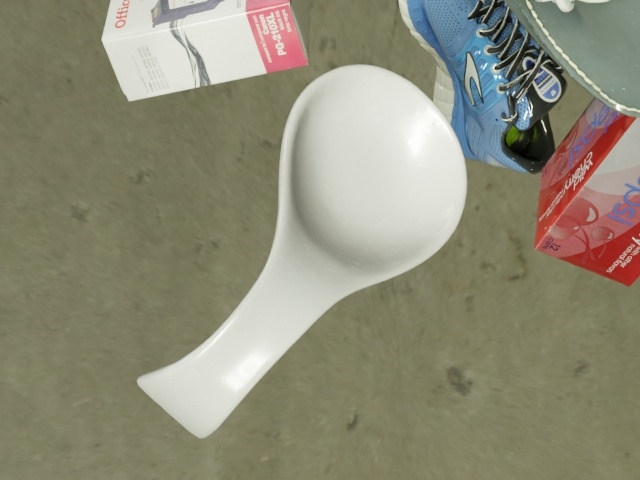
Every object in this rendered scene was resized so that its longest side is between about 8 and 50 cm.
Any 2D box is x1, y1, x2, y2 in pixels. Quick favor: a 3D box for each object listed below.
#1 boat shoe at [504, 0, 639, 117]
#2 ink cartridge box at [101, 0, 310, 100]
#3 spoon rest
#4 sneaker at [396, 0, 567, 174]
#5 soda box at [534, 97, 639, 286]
[{"bbox_3d":[0.100,-0.155,0.563,0.116,0.319,0.099,-6,48,37],"label":"boat shoe"},{"bbox_3d":[-0.138,-0.281,1.474,0.237,0.100,0.172,-10,45,10],"label":"ink cartridge box"},{"bbox_3d":[0.000,0.000,0.747,0.137,0.084,0.276,43,64,-11],"label":"spoon rest"},{"bbox_3d":[0.181,-0.194,1.185,0.130,0.330,0.147,-44,50,-17],"label":"sneaker"},{"bbox_3d":[0.244,-0.086,0.814,0.083,0.263,0.092,21,48,-8],"label":"soda box"}]
